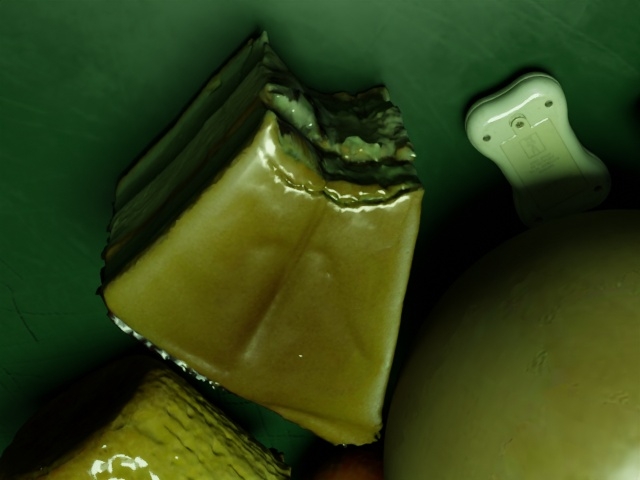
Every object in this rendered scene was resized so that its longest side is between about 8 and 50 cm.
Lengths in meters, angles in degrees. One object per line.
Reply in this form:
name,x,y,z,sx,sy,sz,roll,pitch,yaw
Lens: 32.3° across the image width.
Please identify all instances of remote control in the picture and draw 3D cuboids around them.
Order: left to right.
remote control,0.157,-0.063,0.797,0.074,0.032,0.122,-28,122,14

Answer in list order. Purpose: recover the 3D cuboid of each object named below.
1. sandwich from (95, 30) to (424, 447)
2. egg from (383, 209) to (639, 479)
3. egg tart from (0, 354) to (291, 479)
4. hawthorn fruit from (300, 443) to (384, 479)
sandwich,0.000,0.000,0.751,0.227,0.155,0.198,34,115,-26
egg,0.191,0.157,0.759,0.301,0.301,0.373,7,117,-10
egg tart,-0.138,0.195,0.857,0.215,0.215,0.170,-28,109,14
hawthorn fruit,0.042,0.306,0.896,0.165,0.285,0.165,4,150,2
